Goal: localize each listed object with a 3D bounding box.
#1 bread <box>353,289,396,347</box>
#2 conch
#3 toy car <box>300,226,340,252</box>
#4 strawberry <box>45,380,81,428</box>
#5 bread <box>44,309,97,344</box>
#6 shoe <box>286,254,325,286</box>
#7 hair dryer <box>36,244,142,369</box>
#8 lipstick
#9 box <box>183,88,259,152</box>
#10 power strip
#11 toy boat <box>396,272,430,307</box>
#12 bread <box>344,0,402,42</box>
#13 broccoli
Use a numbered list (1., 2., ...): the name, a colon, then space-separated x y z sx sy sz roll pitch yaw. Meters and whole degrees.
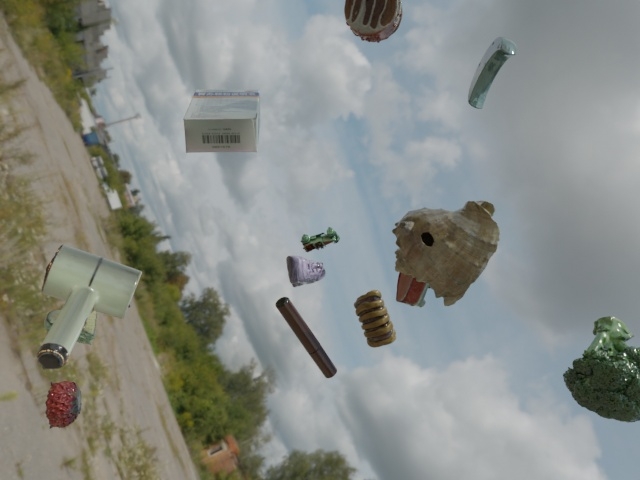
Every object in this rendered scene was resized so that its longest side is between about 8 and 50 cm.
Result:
1. bread: 0.213 0.318 2.239 0.134 0.081 0.225 -23 -92 30
2. conch: 0.292 0.024 1.389 0.324 0.186 0.263 -53 -129 55
3. toy car: 0.000 0.000 2.112 0.073 0.143 0.054 53 27 -53
4. strawberry: -0.769 0.492 1.674 0.145 0.086 0.145 179 -90 -77
5. bread: -0.842 0.296 1.935 0.172 0.064 0.232 33 15 14
6. shoe: -0.052 0.108 2.065 0.245 0.138 0.095 81 -5 -72
7. hair dryer: -0.543 0.162 1.242 0.128 0.203 0.362 -60 -163 27
8. lipstick: -0.048 0.345 1.970 0.356 0.057 0.057 57 -13 -22
9. box: -0.280 -0.355 1.632 0.299 0.200 0.106 -98 -171 -60
10. power strip: 0.446 -0.444 1.477 0.216 0.044 0.137 114 -7 -49
11. toy boat: 0.347 0.105 1.843 0.145 0.133 0.331 -98 -164 -47
12. bread: 0.144 -0.624 1.515 0.160 0.161 0.073 68 17 3
13. broccoli: 0.751 0.330 1.416 0.270 0.270 0.270 96 2 -55
